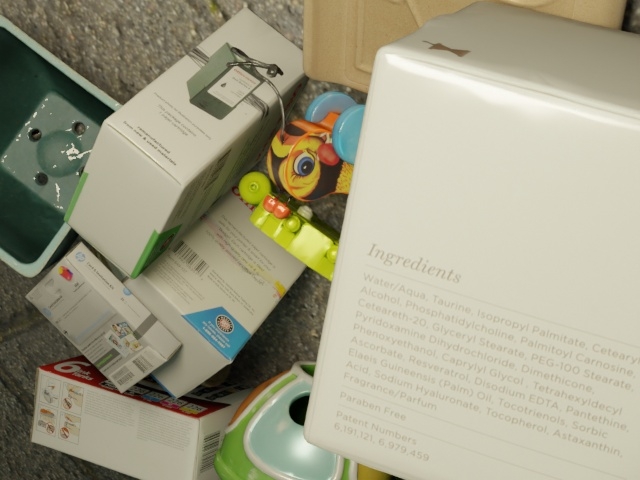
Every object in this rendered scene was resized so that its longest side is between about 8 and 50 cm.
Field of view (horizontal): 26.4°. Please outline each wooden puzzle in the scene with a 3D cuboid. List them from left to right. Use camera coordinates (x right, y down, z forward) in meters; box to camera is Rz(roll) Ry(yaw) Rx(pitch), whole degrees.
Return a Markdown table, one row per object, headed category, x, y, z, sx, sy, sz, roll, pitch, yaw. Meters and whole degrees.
| category | x | y | z | sx | sy | sz | roll | pitch | yaw |
| --- | --- | --- | --- | --- | --- | --- | --- | --- | --- |
| wooden puzzle | 0.155 | -0.271 | 1.461 | 0.348 | 0.080 | 0.322 | 17 | 135 | 16 |

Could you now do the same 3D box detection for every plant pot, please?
| category | x | y | z | sx | sy | sz | roll | pitch | yaw |
| --- | --- | --- | --- | --- | --- | --- | --- | --- | --- |
| plant pot | -0.380 | -0.122 | 1.826 | 0.247 | 0.248 | 0.252 | 37 | -177 | 2 |

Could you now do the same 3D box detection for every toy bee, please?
| category | x | y | z | sx | sy | sz | roll | pitch | yaw |
| --- | --- | --- | --- | --- | --- | --- | --- | --- | --- |
| toy bee | 0.003 | -0.096 | 1.578 | 0.298 | 0.195 | 0.162 | 22 | 98 | -10 |

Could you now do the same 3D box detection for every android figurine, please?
| category | x | y | z | sx | sy | sz | roll | pitch | yaw |
| --- | --- | --- | --- | --- | --- | --- | --- | --- | --- |
| android figurine | 0.000 | 0.000 | 1.703 | 0.248 | 0.056 | 0.273 | 36 | -177 | 5 |

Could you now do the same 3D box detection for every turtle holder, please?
| category | x | y | z | sx | sy | sz | roll | pitch | yaw |
| --- | --- | --- | --- | --- | --- | --- | --- | --- | --- |
| turtle holder | 0.008 | 0.315 | 1.954 | 0.320 | 0.243 | 0.227 | 29 | 101 | 43 |

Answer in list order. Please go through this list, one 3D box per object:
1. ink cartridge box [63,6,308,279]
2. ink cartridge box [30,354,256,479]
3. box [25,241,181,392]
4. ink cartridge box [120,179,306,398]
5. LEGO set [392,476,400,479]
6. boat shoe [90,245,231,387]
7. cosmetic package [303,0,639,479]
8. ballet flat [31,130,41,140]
| category | x | y | z | sx | sy | sz | roll | pitch | yaw |
| --- | --- | --- | --- | --- | --- | --- | --- | --- | --- |
| ink cartridge box | -0.157 | -0.121 | 1.655 | 0.121 | 0.289 | 0.211 | 39 | 139 | 4 |
| ink cartridge box | -0.250 | 0.271 | 2.156 | 0.309 | 0.272 | 0.130 | 13 | 102 | 26 |
| box | -0.286 | 0.104 | 1.784 | 0.186 | 0.038 | 0.145 | 45 | 140 | -7 |
| ink cartridge box | -0.157 | 0.060 | 1.857 | 0.171 | 0.233 | 0.168 | 45 | 140 | -6 |
| LEGO set | 0.130 | 0.533 | 2.101 | 0.331 | 0.192 | 0.255 | 37 | 139 | 2 |
| boat shoe | -0.238 | 0.087 | 2.042 | 0.103 | 0.113 | 0.302 | -17 | 104 | 45 |
| cosmetic package | 0.215 | 0.013 | 1.297 | 0.327 | 0.329 | 0.394 | 17 | 113 | 17 |
| ballet flat | -0.473 | -0.181 | 2.002 | 0.173 | 0.057 | 0.049 | 21 | 151 | 8 |
